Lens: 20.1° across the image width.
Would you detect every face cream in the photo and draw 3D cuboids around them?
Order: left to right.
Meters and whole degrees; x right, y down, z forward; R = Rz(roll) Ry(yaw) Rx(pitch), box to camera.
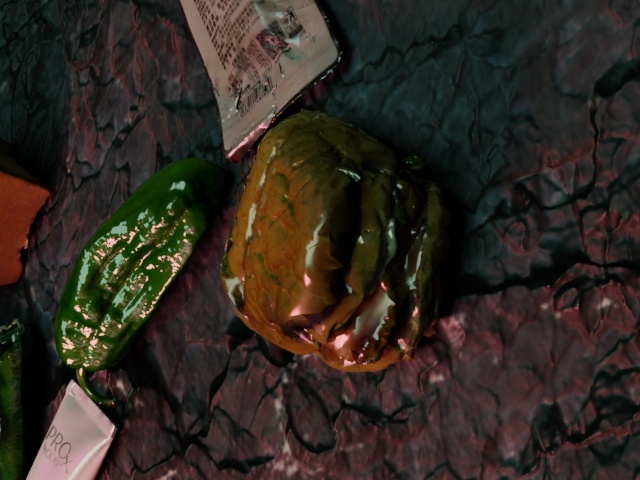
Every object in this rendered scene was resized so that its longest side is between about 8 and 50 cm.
[{"bbox_3d":[-0.257,0.257,1.685,0.092,0.058,0.243,37,106,46],"label":"face cream"}]

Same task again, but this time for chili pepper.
[{"bbox_3d":[-0.315,0.183,1.744,0.108,0.062,0.216,-3,85,52],"label":"chili pepper"},{"bbox_3d":[-0.166,0.031,1.590,0.100,0.074,0.257,32,122,-6],"label":"chili pepper"}]

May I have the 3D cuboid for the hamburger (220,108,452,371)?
[{"bbox_3d":[0.000,0.000,1.390,0.206,0.130,0.183,26,103,46],"label":"hamburger"}]

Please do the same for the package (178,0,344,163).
[{"bbox_3d":[-0.067,-0.201,1.539,0.154,0.030,0.239,-42,59,36],"label":"package"}]

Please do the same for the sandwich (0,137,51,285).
[{"bbox_3d":[-0.381,-0.005,1.734,0.220,0.186,0.108,-53,51,7],"label":"sandwich"}]
